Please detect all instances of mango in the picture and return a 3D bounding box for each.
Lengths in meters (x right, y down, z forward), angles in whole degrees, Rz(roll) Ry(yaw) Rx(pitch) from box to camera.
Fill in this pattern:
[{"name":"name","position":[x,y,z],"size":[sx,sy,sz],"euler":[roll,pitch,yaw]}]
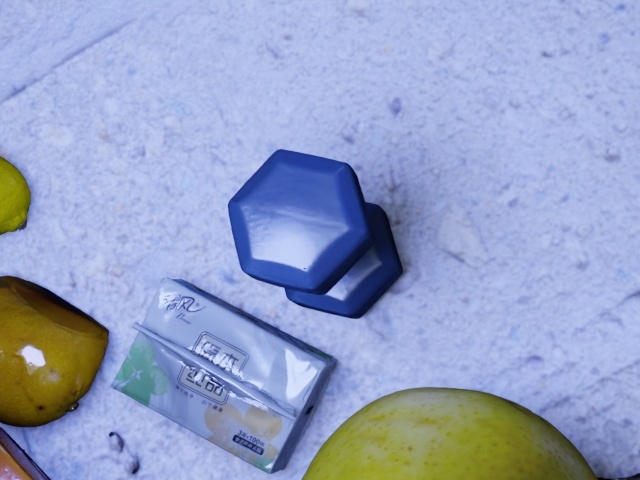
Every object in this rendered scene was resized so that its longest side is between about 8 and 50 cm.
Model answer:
[{"name":"mango","position":[-0.394,0.139,1.904],"size":[0.236,0.136,0.166],"euler":[31,98,15]}]

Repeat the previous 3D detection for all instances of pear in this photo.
[{"name":"pear","position":[0.139,0.333,1.658],"size":[0.362,0.418,0.362],"euler":[2,99,13]}]

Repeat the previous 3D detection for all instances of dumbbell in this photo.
[{"name":"dumbbell","position":[0.000,0.000,1.732],"size":[0.160,0.325,0.144],"euler":[-45,77,0]}]

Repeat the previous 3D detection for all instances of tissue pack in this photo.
[{"name":"tissue pack","position":[-0.122,0.164,1.844],"size":[0.229,0.145,0.159],"euler":[28,95,10]}]

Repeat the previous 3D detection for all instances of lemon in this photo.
[{"name":"lemon","position":[-0.423,-0.056,1.925],"size":[0.133,0.109,0.109],"euler":[41,96,8]}]

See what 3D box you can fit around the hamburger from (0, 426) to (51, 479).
[{"name":"hamburger","position":[-0.396,0.378,1.782],"size":[0.250,0.330,0.330],"euler":[-43,81,-12]}]

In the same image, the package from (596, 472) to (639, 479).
[{"name":"package","position":[0.404,0.339,1.799],"size":[0.239,0.030,0.154],"euler":[-10,88,11]}]
